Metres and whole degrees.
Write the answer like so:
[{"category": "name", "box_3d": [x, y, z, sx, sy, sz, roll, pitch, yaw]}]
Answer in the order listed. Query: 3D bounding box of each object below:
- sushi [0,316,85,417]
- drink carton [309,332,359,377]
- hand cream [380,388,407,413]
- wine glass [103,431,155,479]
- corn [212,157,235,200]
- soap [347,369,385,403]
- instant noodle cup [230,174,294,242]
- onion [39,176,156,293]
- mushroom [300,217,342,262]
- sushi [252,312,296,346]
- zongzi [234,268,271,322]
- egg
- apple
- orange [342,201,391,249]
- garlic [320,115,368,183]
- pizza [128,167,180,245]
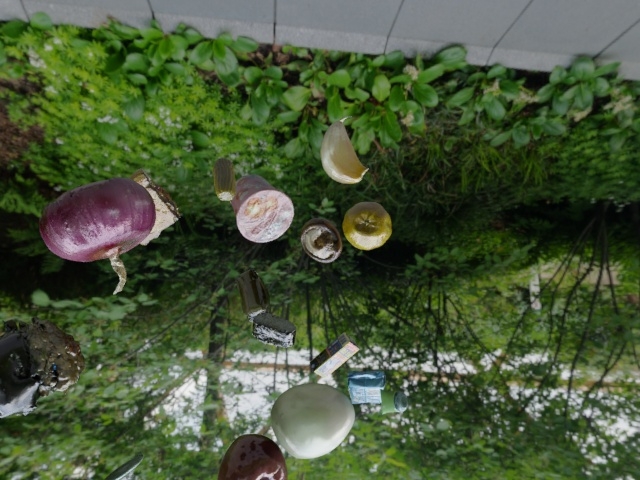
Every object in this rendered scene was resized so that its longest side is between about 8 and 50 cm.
[{"category": "sushi", "box_3d": [-0.759, 0.323, 1.077, 0.218, 0.239, 0.225, -24, -159, -29]}, {"category": "drink carton", "box_3d": [0.048, 0.398, 1.413, 0.165, 0.056, 0.071, -41, 126, 6]}, {"category": "hand cream", "box_3d": [0.272, 0.608, 1.542, 0.046, 0.095, 0.175, 5, 158, -18]}, {"category": "wine glass", "box_3d": [-0.380, 0.666, 1.031, 0.096, 0.310, 0.264, -29, 178, 6]}, {"category": "corn", "box_3d": [-0.347, -0.218, 1.465, 0.080, 0.231, 0.080, -8, 133, -9]}, {"category": "soap", "box_3d": [0.196, 0.623, 1.734, 0.156, 0.077, 0.293, -1, 144, 6]}, {"category": "instant noodle cup", "box_3d": [-0.262, -0.151, 1.718, 0.243, 0.243, 0.231, 8, -154, -32]}, {"category": "onion", "box_3d": [-0.724, -0.054, 1.388, 0.345, 0.358, 0.358, 39, 160, -6]}, {"category": "mushroom", "box_3d": [0.008, -0.006, 2.006, 0.194, 0.231, 0.138, -10, -163, 43]}, {"category": "sushi", "box_3d": [-0.151, 0.297, 1.344, 0.150, 0.078, 0.090, 13, -160, 15]}, {"category": "zongzi", "box_3d": [-0.265, 0.297, 1.805, 0.123, 0.260, 0.289, -24, 135, -4]}, {"category": "egg", "box_3d": [-0.031, 0.729, 1.672, 0.345, 0.283, 0.283, -19, 165, 6]}, {"category": "apple", "box_3d": [-0.277, 0.940, 1.629, 0.305, 0.306, 0.235, 9, 170, -35]}, {"category": "orange", "box_3d": [0.260, -0.085, 2.277, 0.279, 0.279, 0.235, 0, 164, 3]}, {"category": "garlic", "box_3d": [0.077, -0.326, 1.530, 0.164, 0.245, 0.145, -18, -174, 19]}, {"category": "pizza", "box_3d": [-0.802, -0.148, 1.899, 0.277, 0.114, 0.409, -5, 131, -20]}]
